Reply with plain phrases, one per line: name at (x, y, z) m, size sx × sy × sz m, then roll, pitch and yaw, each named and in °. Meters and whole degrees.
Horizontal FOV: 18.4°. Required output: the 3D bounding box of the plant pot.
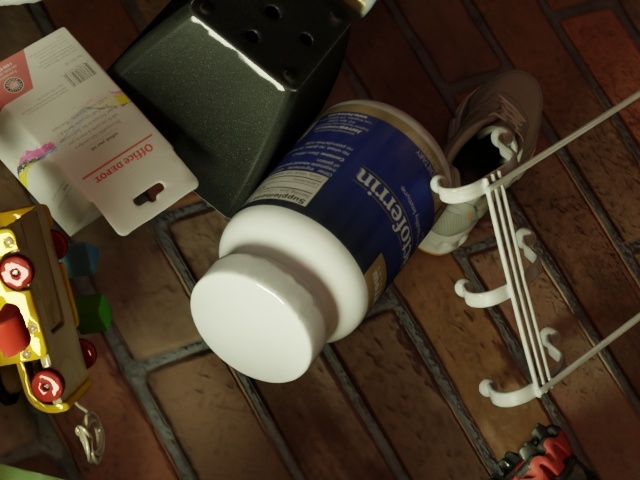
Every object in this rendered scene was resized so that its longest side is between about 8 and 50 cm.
plant pot at (-0.078, -0.171, 1.877) m, size 0.187 × 0.167 × 0.188 m, roll 39°, pitch 49°, yaw -3°

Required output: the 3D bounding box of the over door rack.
over door rack at (0.259, -0.011, 1.921) m, size 0.324 × 0.108 × 0.239 m, roll -26°, pitch 114°, yaw -25°

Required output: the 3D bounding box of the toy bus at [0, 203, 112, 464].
toy bus at (-0.261, 0.071, 1.663) m, size 0.104 × 0.191 × 0.202 m, roll -10°, pitch 56°, yaw 15°

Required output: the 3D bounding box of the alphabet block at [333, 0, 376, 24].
alphabet block at (-0.001, -0.340, 1.969) m, size 0.197 × 0.193 × 0.192 m, roll 35°, pitch 81°, yaw -7°

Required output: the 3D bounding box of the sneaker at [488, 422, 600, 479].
sneaker at (0.185, 0.291, 1.780) m, size 0.135 × 0.097 × 0.276 m, roll 40°, pitch 49°, yaw 1°

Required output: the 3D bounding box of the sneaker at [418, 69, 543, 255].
sneaker at (0.177, -0.096, 2.002) m, size 0.099 × 0.121 × 0.262 m, roll 38°, pitch 50°, yaw -5°

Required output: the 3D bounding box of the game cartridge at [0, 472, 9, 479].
game cartridge at (-0.286, 0.284, 1.553) m, size 0.297 × 0.062 × 0.198 m, roll 47°, pitch 46°, yaw 4°

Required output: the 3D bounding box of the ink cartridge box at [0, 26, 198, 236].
ink cartridge box at (-0.219, -0.085, 1.809) m, size 0.198 × 0.067 × 0.115 m, roll 48°, pitch 51°, yaw 7°

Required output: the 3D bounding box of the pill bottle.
pill bottle at (0.000, 0.000, 1.823) m, size 0.153 × 0.153 × 0.264 m, roll 40°, pitch 51°, yaw -2°

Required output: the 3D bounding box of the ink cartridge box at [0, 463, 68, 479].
ink cartridge box at (-0.288, 0.227, 1.520) m, size 0.235 × 0.056 × 0.171 m, roll 15°, pitch 54°, yaw -18°

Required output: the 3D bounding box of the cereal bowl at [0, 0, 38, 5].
cereal bowl at (-0.340, -0.357, 1.840) m, size 0.339 × 0.141 × 0.339 m, roll 20°, pitch 52°, yaw -29°
